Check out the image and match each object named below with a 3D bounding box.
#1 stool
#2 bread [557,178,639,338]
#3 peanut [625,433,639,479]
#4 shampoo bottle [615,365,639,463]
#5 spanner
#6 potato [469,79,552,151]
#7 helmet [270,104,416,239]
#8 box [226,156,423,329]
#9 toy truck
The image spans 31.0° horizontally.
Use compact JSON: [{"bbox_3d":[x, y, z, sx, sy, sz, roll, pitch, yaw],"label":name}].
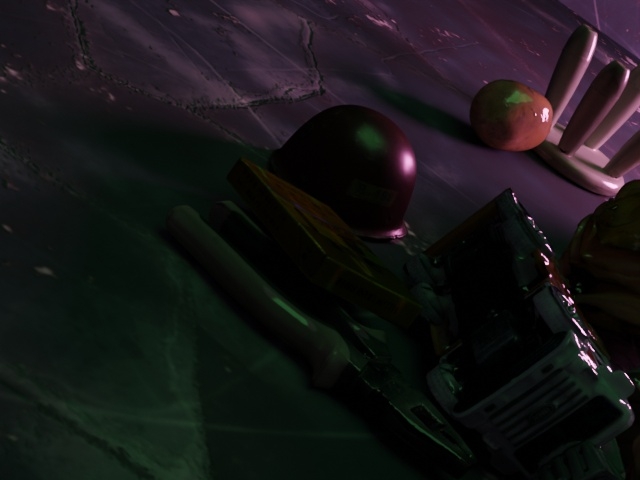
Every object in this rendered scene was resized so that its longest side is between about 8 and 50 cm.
[{"bbox_3d":[0.451,-0.201,1.839,0.195,0.199,0.195,25,24,-24],"label":"stool"},{"bbox_3d":[0.407,0.021,1.295,0.277,0.167,0.324,13,9,22],"label":"bread"},{"bbox_3d":[0.335,0.264,0.894,0.149,0.149,0.313,15,35,-37],"label":"peanut"},{"bbox_3d":[0.350,0.162,1.169,0.227,0.056,0.086,-4,87,-55],"label":"shampoo bottle"},{"bbox_3d":[0.002,0.075,0.943,0.325,0.040,0.095,42,26,22],"label":"spanner"},{"bbox_3d":[0.277,-0.183,1.702,0.147,0.112,0.112,18,27,-48],"label":"potato"},{"bbox_3d":[0.047,-0.081,1.220,0.175,0.106,0.155,27,25,-25],"label":"helmet"},{"bbox_3d":[0.000,0.000,1.033,0.121,0.030,0.193,28,12,-38],"label":"box"},{"bbox_3d":[0.190,0.100,1.025,0.184,0.133,0.338,46,16,-20],"label":"toy truck"}]
